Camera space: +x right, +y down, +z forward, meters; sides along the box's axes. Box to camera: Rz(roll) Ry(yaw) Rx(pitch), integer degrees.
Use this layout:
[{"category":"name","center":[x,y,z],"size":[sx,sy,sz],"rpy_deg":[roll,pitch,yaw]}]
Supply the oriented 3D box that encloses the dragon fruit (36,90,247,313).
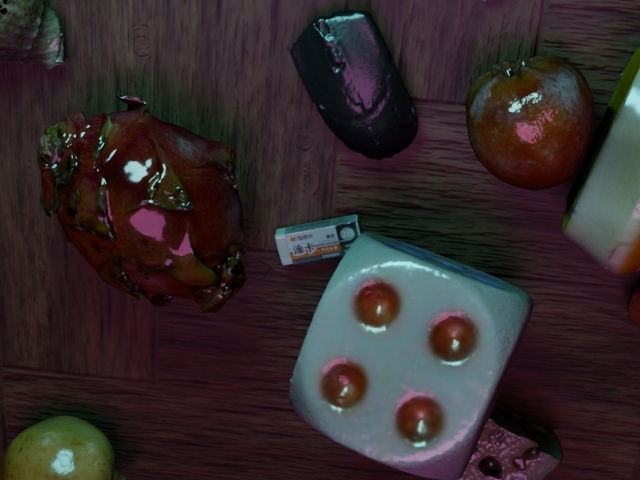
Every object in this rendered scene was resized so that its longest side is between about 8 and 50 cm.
[{"category":"dragon fruit","center":[-0.221,-0.047,1.512],"size":[0.315,0.250,0.250],"rpy_deg":[31,116,7]}]

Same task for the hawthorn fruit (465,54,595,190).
[{"category":"hawthorn fruit","center":[0.266,-0.145,1.440],"size":[0.172,0.173,0.173],"rpy_deg":[2,116,5]}]

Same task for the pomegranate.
[{"category":"pomegranate","center":[-0.393,0.367,1.760],"size":[0.196,0.196,0.196],"rpy_deg":[2,116,5]}]

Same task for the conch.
[{"category":"conch","center":[-0.417,-0.302,1.490],"size":[0.155,0.130,0.207],"rpy_deg":[2,147,42]}]

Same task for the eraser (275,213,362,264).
[{"category":"eraser","center":[0.000,0.000,1.616],"size":[0.122,0.029,0.052],"rpy_deg":[-10,114,10]}]

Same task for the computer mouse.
[{"category":"computer mouse","center":[0.050,-0.196,1.489],"size":[0.122,0.073,0.217],"rpy_deg":[-24,110,17]}]

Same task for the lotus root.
[{"category":"lotus root","center":[0.234,0.295,1.687],"size":[0.234,0.119,0.138],"rpy_deg":[23,111,-7]}]

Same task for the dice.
[{"category":"dice","center":[0.121,0.146,1.506],"size":[0.251,0.243,0.259],"rpy_deg":[23,93,13]}]

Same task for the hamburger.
[{"category":"hamburger","center":[0.409,-0.100,1.413],"size":[0.151,0.227,0.295],"rpy_deg":[26,120,7]}]

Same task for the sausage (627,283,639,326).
[{"category":"sausage","center":[0.525,0.100,1.585],"size":[0.194,0.077,0.077],"rpy_deg":[7,117,3]}]
